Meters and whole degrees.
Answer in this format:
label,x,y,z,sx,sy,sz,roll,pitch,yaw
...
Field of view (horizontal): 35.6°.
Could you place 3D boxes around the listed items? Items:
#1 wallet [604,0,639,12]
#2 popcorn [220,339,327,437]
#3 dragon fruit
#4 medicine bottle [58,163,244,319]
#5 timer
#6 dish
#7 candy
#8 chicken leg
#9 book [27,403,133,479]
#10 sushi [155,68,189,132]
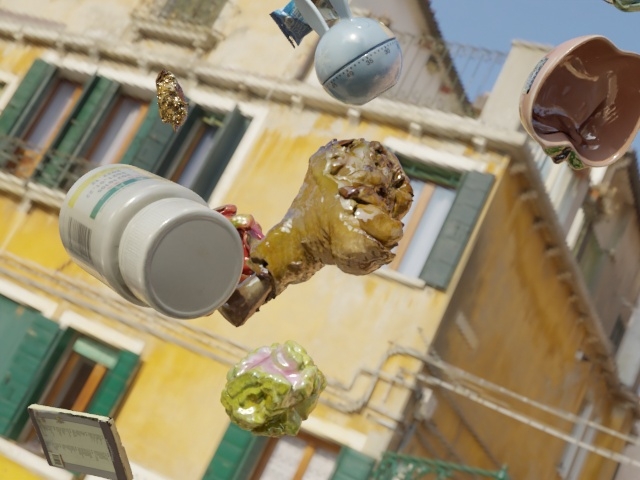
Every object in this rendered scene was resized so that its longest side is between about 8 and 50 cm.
label,x,y,z,sx,sy,sz,roll,pitch,yaw
wallet,0.496,-0.415,1.558,0.176,0.075,0.250,-9,24,-2
popcorn,-0.068,0.210,1.418,0.126,0.145,0.126,40,-5,43
dragon fruit,-0.196,0.044,2.102,0.307,0.243,0.227,21,-49,55
medicine bottle,-0.279,-0.001,1.641,0.208,0.208,0.340,39,-10,-34
timer,0.057,-0.366,1.793,0.175,0.255,0.175,-12,-12,-3
dish,0.385,-0.213,1.508,0.213,0.213,0.090,37,5,-31
candy,-0.029,-0.451,1.988,0.136,0.038,0.088,-28,-77,32
chicken leg,0.000,0.000,1.659,0.182,0.409,0.295,55,-9,-35
book,-0.502,0.422,2.087,0.231,0.026,0.157,3,-61,30
sushi,-0.276,-0.256,1.838,0.118,0.062,0.060,64,11,6
